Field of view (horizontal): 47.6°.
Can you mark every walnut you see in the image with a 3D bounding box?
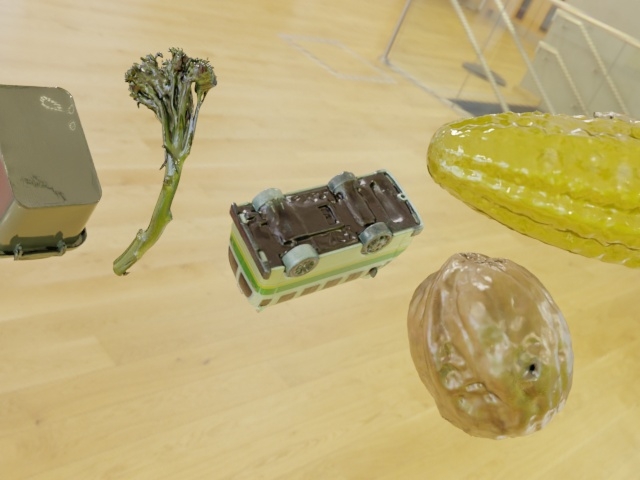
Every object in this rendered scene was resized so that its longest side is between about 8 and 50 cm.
[{"bbox_3d":[0.207,0.129,0.889,0.198,0.198,0.245,-35,105,-60],"label":"walnut"}]

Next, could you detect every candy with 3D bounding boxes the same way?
[{"bbox_3d":[0.167,-0.039,0.491,0.199,0.094,0.106,10,41,-5],"label":"candy"}]

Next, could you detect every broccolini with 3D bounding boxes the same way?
[{"bbox_3d":[-0.202,-0.091,0.819,0.062,0.271,0.123,7,20,-46],"label":"broccolini"}]

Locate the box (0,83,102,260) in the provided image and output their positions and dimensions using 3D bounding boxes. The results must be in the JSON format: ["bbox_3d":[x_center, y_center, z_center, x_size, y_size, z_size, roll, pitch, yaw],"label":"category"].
[{"bbox_3d":[-0.420,-0.106,1.055,0.163,0.135,0.243,-6,69,-42],"label":"box"}]

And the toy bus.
[{"bbox_3d":[0.000,0.000,1.106,0.276,0.164,0.133,-14,61,-28],"label":"toy bus"}]

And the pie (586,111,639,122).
[{"bbox_3d":[0.507,-0.109,1.155,0.308,0.085,0.308,42,6,-5],"label":"pie"}]
